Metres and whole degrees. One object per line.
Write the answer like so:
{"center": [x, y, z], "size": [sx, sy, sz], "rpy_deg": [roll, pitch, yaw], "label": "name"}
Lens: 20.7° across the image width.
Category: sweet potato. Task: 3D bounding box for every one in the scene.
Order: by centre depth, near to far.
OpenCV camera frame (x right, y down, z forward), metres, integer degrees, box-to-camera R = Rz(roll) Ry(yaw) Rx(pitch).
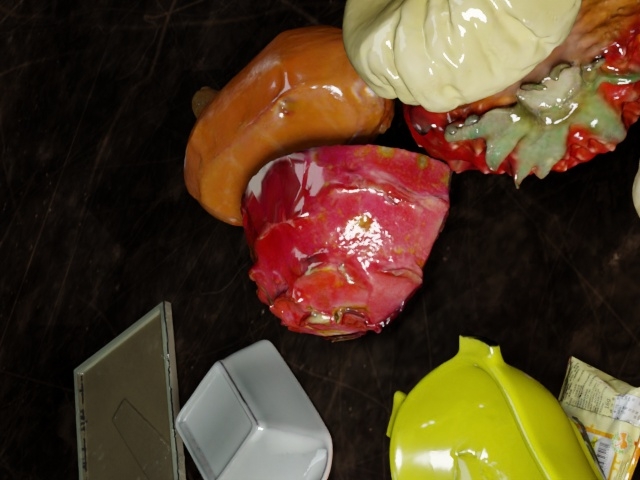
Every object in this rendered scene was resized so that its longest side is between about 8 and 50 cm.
{"center": [-0.101, -0.126, 2.037], "size": [0.056, 0.056, 0.195], "rpy_deg": [-52, 44, 19], "label": "sweet potato"}

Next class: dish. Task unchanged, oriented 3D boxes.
{"center": [0.164, 0.215, 1.435], "size": [0.221, 0.108, 0.262], "rpy_deg": [-48, 52, 47], "label": "dish"}
{"center": [-0.076, 0.211, 1.809], "size": [0.154, 0.064, 0.234], "rpy_deg": [-55, 39, 14], "label": "dish"}

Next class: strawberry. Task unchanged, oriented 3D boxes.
{"center": [0.191, -0.163, 1.616], "size": [0.253, 0.150, 0.280], "rpy_deg": [-39, 38, 2], "label": "strawberry"}

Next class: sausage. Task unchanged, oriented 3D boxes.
{"center": [-0.040, -0.117, 1.863], "size": [0.268, 0.153, 0.141], "rpy_deg": [-38, 20, 31], "label": "sausage"}

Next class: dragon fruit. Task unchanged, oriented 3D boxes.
{"center": [0.000, 0.000, 1.775], "size": [0.261, 0.189, 0.163], "rpy_deg": [-29, 20, 45], "label": "dragon fruit"}

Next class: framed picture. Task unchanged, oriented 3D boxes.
{"center": [-0.224, 0.214, 2.034], "size": [0.184, 0.016, 0.250], "rpy_deg": [-38, 45, 33], "label": "framed picture"}

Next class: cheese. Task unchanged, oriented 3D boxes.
{"center": [0.116, -0.214, 1.527], "size": [0.214, 0.117, 0.226], "rpy_deg": [-37, 34, 11], "label": "cheese"}

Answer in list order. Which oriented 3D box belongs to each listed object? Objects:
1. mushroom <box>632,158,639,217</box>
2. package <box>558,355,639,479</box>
{"center": [0.323, -0.039, 1.406], "size": [0.154, 0.122, 0.154], "rpy_deg": [-2, 79, 12], "label": "mushroom"}
{"center": [0.232, 0.158, 1.478], "size": [0.120, 0.031, 0.108], "rpy_deg": [14, 83, 55], "label": "package"}
